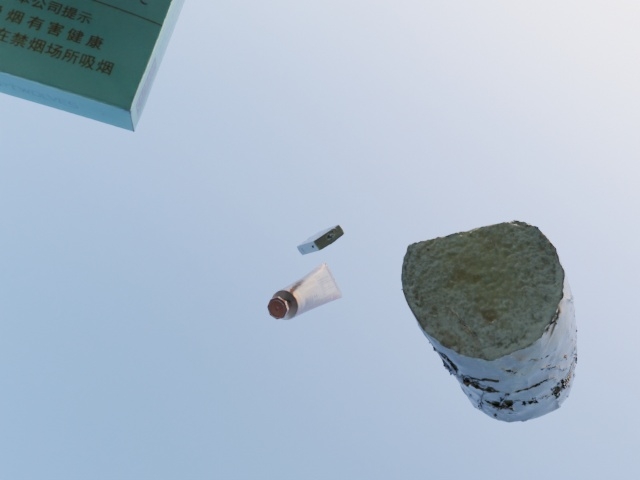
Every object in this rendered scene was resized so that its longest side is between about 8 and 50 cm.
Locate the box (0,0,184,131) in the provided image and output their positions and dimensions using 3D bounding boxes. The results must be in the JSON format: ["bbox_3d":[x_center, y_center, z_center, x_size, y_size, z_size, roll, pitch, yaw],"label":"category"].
[{"bbox_3d":[-0.198,-0.216,0.445,0.161,0.041,0.229,16,-111,-8],"label":"box"}]

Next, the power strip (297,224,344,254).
[{"bbox_3d":[0.000,0.000,0.815,0.051,0.136,0.019,-33,-86,-16],"label":"power strip"}]

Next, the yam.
[{"bbox_3d":[0.245,0.129,0.741,0.202,0.271,0.202,-15,-127,17],"label":"yam"}]

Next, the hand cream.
[{"bbox_3d":[-0.018,0.079,0.831,0.043,0.209,0.067,-30,-96,24],"label":"hand cream"}]
